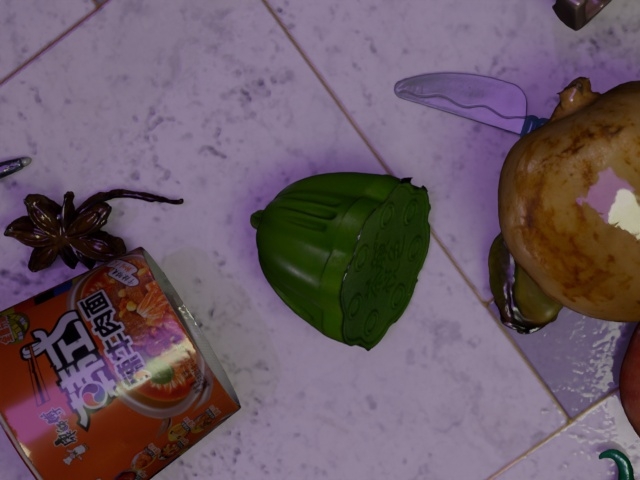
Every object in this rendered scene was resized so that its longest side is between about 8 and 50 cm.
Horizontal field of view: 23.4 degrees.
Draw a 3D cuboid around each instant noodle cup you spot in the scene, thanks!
[{"bbox_3d":[-0.211,0.135,1.549,0.192,0.250,0.250,-32,85,-2],"label":"instant noodle cup"}]

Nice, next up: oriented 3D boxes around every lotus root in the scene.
[{"bbox_3d":[0.000,0.000,1.561,0.186,0.186,0.186,0,90,8],"label":"lotus root"}]

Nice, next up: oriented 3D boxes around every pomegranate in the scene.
[{"bbox_3d":[0.281,-0.043,1.445,0.248,0.248,0.248,0,90,8],"label":"pomegranate"}]

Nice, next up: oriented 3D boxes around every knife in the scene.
[{"bbox_3d":[0.195,-0.132,1.592,0.244,0.032,0.058,24,98,12],"label":"knife"}]

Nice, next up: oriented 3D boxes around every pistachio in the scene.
[{"bbox_3d":[0.216,0.010,1.573,0.090,0.049,0.173,21,83,-13],"label":"pistachio"}]

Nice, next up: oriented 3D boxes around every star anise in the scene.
[{"bbox_3d":[-0.239,-0.019,1.634,0.191,0.070,0.097,-5,116,7],"label":"star anise"}]

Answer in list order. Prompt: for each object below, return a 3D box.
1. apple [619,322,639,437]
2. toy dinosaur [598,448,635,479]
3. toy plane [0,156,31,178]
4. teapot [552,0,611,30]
[{"bbox_3d":[0.396,0.134,1.488,0.209,0.164,0.209,0,92,10],"label":"apple"},{"bbox_3d":[0.305,0.274,1.558,0.096,0.059,0.132,-6,97,14],"label":"toy dinosaur"},{"bbox_3d":[-0.436,-0.038,1.650,0.262,0.088,0.192,-17,114,5],"label":"toy plane"},{"bbox_3d":[0.331,-0.318,1.410,0.300,0.344,0.253,-44,83,6],"label":"teapot"}]
